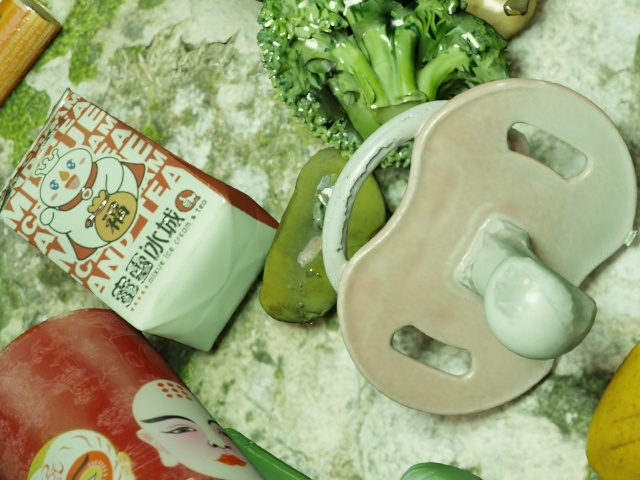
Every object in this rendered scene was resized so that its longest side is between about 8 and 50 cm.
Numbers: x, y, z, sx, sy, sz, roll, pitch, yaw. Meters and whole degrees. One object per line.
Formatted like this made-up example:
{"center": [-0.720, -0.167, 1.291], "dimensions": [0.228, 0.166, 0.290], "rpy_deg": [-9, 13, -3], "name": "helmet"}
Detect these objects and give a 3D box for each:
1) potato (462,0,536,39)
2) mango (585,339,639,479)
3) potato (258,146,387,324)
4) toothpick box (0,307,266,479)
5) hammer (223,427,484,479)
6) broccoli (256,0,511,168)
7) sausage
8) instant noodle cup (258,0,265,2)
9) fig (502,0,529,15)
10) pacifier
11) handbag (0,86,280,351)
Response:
{"center": [0.171, -0.228, 1.458], "dimensions": [0.083, 0.062, 0.068], "rpy_deg": [-55, 48, 31], "name": "potato"}
{"center": [0.389, 0.130, 1.268], "dimensions": [0.350, 0.201, 0.199], "rpy_deg": [-21, 39, 27], "name": "mango"}
{"center": [0.000, 0.000, 1.484], "dimensions": [0.105, 0.085, 0.188], "rpy_deg": [33, 101, 24], "name": "potato"}
{"center": [-0.168, 0.239, 1.390], "dimensions": [0.204, 0.204, 0.333], "rpy_deg": [-52, 53, 9], "name": "toothpick box"}
{"center": [0.011, 0.269, 1.441], "dimensions": [0.335, 0.119, 0.206], "rpy_deg": [26, 92, 29], "name": "hammer"}
{"center": [0.055, -0.170, 1.409], "dimensions": [0.176, 0.226, 0.198], "rpy_deg": [48, 111, 30], "name": "broccoli"}
{"center": [-0.387, -0.173, 1.669], "dimensions": [0.071, 0.071, 0.234], "rpy_deg": [44, 100, 21], "name": "sausage"}
{"center": [-0.039, -0.336, 1.487], "dimensions": [0.240, 0.178, 0.240], "rpy_deg": [-3, 82, 22], "name": "instant noodle cup"}
{"center": [0.174, -0.370, 1.416], "dimensions": [0.186, 0.204, 0.249], "rpy_deg": [-39, 101, 14], "name": "fig"}
{"center": [0.159, 0.017, 1.348], "dimensions": [0.273, 0.220, 0.332], "rpy_deg": [36, 102, 33], "name": "pacifier"}
{"center": [-0.201, -0.033, 1.544], "dimensions": [0.298, 0.151, 0.171], "rpy_deg": [35, 93, 29], "name": "handbag"}
